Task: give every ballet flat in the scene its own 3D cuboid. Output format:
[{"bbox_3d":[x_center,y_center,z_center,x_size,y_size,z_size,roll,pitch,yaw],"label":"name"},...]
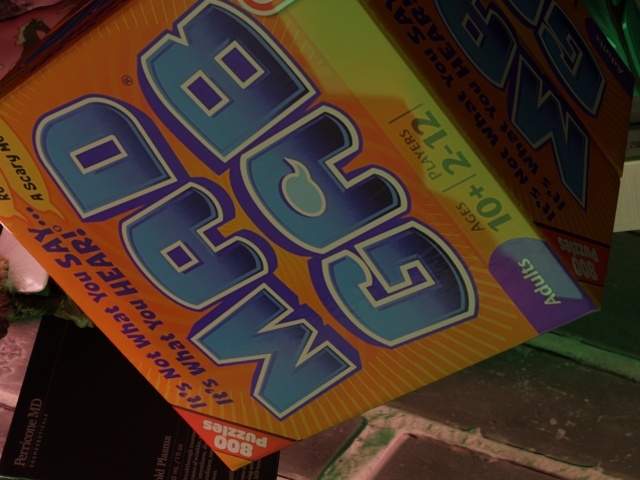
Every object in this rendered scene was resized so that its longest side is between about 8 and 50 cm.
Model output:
[{"bbox_3d":[0.263,-0.236,1.252,0.087,0.083,0.247,1,137,27],"label":"ballet flat"}]

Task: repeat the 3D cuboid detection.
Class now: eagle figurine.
[{"bbox_3d":[-0.414,0.090,1.453,0.298,0.226,0.225,-20,108,-26],"label":"eagle figurine"}]

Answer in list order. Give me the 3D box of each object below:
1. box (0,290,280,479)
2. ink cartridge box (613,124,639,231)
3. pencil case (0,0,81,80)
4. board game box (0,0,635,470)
[{"bbox_3d":[-0.204,0.213,1.604,0.312,0.343,0.179,11,139,-3],"label":"box"},{"bbox_3d":[0.267,-0.060,1.450,0.209,0.062,0.109,-6,136,15],"label":"ink cartridge box"},{"bbox_3d":[-0.352,-0.112,1.272,0.386,0.160,0.167,-26,105,-13],"label":"pencil case"},{"bbox_3d":[-0.002,-0.105,1.051,0.356,0.356,0.356,-29,111,31],"label":"board game box"}]
